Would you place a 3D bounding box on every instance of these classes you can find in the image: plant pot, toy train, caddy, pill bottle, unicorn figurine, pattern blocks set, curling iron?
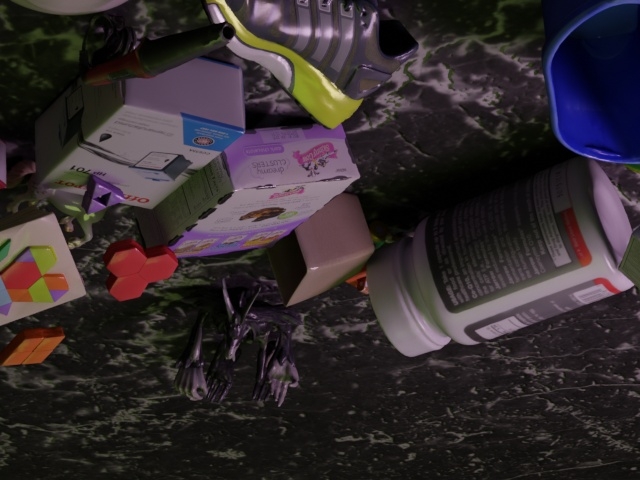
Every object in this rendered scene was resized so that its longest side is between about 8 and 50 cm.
[{"bbox_3d":[0.000,0.000,1.943,0.096,0.109,0.109,-11,159,-21],"label":"plant pot"},{"bbox_3d":[0.052,0.027,2.070,0.125,0.046,0.166,-16,154,23],"label":"toy train"},{"bbox_3d":[0.318,-0.179,1.507,0.241,0.179,0.341,-8,156,9],"label":"caddy"},{"bbox_3d":[0.206,0.024,1.932,0.283,0.161,0.161,-22,151,23],"label":"pill bottle"},{"bbox_3d":[-0.266,-0.044,1.826,0.162,0.060,0.111,16,138,-29],"label":"unicorn figurine"},{"bbox_3d":[-0.333,0.041,1.707,0.324,0.026,0.285,-30,140,6],"label":"pattern blocks set"},{"bbox_3d":[-0.149,-0.171,1.460,0.035,0.068,0.274,10,178,-30],"label":"curling iron"}]

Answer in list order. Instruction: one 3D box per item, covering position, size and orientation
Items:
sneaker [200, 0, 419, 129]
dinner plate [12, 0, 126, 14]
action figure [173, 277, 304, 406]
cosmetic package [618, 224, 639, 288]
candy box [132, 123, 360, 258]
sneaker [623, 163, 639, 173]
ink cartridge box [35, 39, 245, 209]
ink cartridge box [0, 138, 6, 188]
[{"bbox_3d":[-0.021,-0.212,1.485,0.121,0.111,0.300,-34,147,15],"label":"sneaker"},{"bbox_3d":[-0.221,-0.232,1.478,0.141,0.017,0.141,-4,155,-2],"label":"dinner plate"},{"bbox_3d":[-0.102,0.149,2.203,0.164,0.141,0.276,6,158,4],"label":"action figure"},{"bbox_3d":[0.426,-0.045,1.806,0.239,0.060,0.099,-42,164,-16],"label":"cosmetic package"},{"bbox_3d":[-0.081,-0.051,1.797,0.164,0.070,0.196,-7,161,-36],"label":"candy box"},{"bbox_3d":[0.430,-0.153,1.711,0.295,0.109,0.123,-21,129,35],"label":"sneaker"},{"bbox_3d":[-0.182,-0.113,1.671,0.139,0.082,0.190,11,150,-32],"label":"ink cartridge box"},{"bbox_3d":[-0.405,-0.081,1.725,0.135,0.056,0.099,-12,156,14],"label":"ink cartridge box"}]
